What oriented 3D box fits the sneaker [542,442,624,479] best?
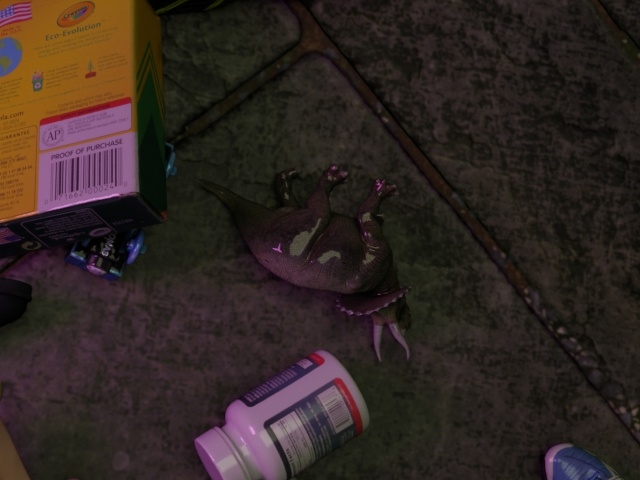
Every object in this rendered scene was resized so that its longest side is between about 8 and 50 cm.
[{"bbox_3d":[0.357,0.320,1.502,0.211,0.081,0.080,42,74,-1],"label":"sneaker"}]

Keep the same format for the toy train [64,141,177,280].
[{"bbox_3d":[-0.225,-0.044,1.415,0.080,0.105,0.184,24,74,-17],"label":"toy train"}]

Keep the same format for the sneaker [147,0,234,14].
[{"bbox_3d":[-0.054,-0.375,1.509,0.384,0.145,0.147,-8,81,-17],"label":"sneaker"}]

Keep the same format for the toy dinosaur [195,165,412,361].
[{"bbox_3d":[0.000,0.000,1.458,0.313,0.121,0.160,26,60,-12],"label":"toy dinosaur"}]

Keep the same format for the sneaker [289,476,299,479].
[{"bbox_3d":[-0.024,0.375,1.401,0.094,0.080,0.212,-18,85,-5],"label":"sneaker"}]

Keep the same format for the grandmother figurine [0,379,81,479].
[{"bbox_3d":[-0.316,0.328,1.283,0.207,0.104,0.342,-31,102,-22],"label":"grandmother figurine"}]

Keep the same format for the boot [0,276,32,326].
[{"bbox_3d":[-0.429,0.146,1.330,0.246,0.094,0.207,-2,80,-15],"label":"boot"}]

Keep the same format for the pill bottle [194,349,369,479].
[{"bbox_3d":[-0.045,0.211,1.407,0.180,0.108,0.108,-29,87,-18],"label":"pill bottle"}]

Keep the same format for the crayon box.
[{"bbox_3d":[-0.276,-0.153,1.368,0.202,0.081,0.319,-11,64,14],"label":"crayon box"}]
